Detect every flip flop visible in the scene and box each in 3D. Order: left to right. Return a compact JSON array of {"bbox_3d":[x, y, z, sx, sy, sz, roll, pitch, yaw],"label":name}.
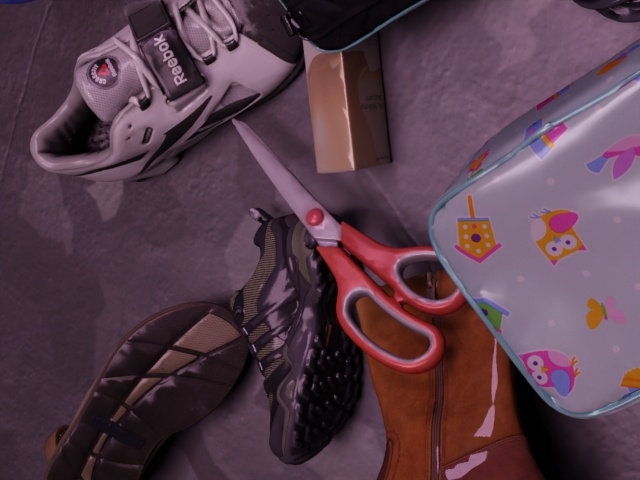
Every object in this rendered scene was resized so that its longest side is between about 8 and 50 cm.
[{"bbox_3d":[-0.173,0.160,1.257,0.112,0.080,0.277,34,112,-9],"label":"flip flop"}]

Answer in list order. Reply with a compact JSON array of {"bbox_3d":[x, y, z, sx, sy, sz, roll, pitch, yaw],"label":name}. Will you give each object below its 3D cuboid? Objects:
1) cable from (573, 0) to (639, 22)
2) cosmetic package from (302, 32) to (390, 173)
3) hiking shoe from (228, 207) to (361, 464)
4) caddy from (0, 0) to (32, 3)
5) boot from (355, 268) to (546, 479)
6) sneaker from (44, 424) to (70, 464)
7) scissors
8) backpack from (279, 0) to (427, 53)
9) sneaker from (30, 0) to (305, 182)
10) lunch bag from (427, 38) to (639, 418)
[{"bbox_3d":[0.235,-0.234,0.934,0.184,0.047,0.151,-23,91,33],"label":"cable"},{"bbox_3d":[0.023,-0.117,1.087,0.041,0.060,0.115,-2,99,36],"label":"cosmetic package"},{"bbox_3d":[-0.028,0.084,1.157,0.114,0.086,0.227,9,95,42],"label":"hiking shoe"},{"bbox_3d":[-0.296,-0.385,1.139,0.179,0.241,0.341,15,114,33],"label":"caddy"},{"bbox_3d":[0.049,0.165,1.031,0.264,0.096,0.280,-24,60,30],"label":"boot"},{"bbox_3d":[-0.249,0.296,1.348,0.086,0.064,0.192,-38,80,28],"label":"sneaker"},{"bbox_3d":[0.000,0.000,1.073,0.297,0.021,0.109,34,85,28],"label":"scissors"},{"bbox_3d":[0.040,-0.255,0.981,0.188,0.144,0.166,-20,116,43],"label":"backpack"},{"bbox_3d":[-0.133,-0.150,1.140,0.330,0.146,0.122,-41,74,31],"label":"sneaker"},{"bbox_3d":[0.231,-0.009,0.908,0.279,0.108,0.224,-35,98,30],"label":"lunch bag"}]
